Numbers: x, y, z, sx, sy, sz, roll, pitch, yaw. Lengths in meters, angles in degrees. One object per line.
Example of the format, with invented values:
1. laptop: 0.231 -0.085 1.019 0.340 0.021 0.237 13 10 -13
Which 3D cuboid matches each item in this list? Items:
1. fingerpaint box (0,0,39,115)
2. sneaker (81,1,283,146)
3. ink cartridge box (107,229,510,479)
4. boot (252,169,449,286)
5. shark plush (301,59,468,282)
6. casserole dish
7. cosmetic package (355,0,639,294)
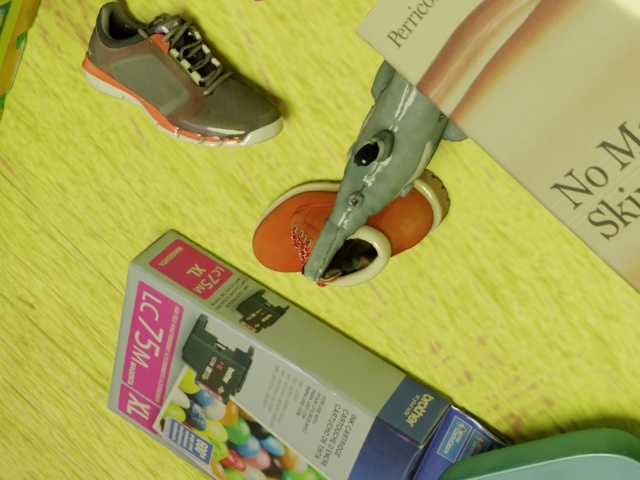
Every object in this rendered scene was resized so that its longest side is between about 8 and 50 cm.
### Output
1. fingerpaint box: -0.383 -0.092 0.694 0.163 0.371 0.445 41 135 4
2. sneaker: -0.094 -0.113 0.699 0.158 0.061 0.064 25 125 18
3. ink cartridge box: -0.024 0.143 0.830 0.311 0.065 0.185 29 133 12
4. boot: 0.000 0.000 0.695 0.158 0.084 0.059 -15 112 42
5. shark plush: 0.029 -0.054 0.606 0.073 0.067 0.161 44 97 10
6. casserole dish: 0.161 0.176 0.717 0.188 0.037 0.114 -22 122 35
7. cosmetic package: 0.185 -0.067 0.487 0.296 0.129 0.153 42 136 3
